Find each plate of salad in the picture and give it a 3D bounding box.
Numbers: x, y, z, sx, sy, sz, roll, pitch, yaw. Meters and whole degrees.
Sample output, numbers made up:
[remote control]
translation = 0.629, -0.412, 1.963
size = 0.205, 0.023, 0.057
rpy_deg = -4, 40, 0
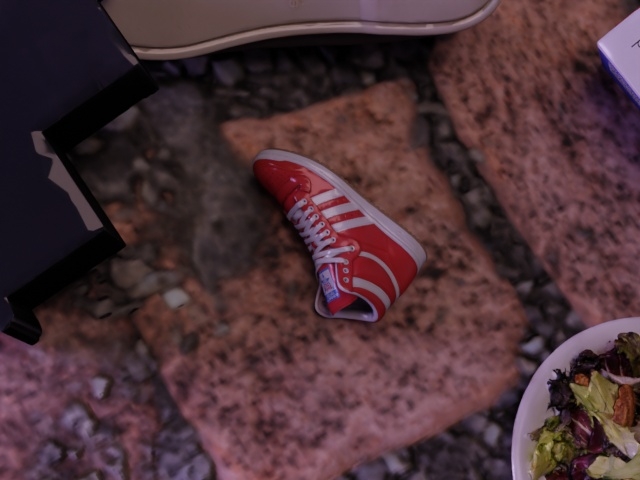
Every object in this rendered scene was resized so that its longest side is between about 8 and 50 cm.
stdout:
[plate of salad]
translation = 0.209, 0.135, 1.159
size = 0.200, 0.048, 0.200
rpy_deg = 6, 66, -13

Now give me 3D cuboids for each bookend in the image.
[bookend]
translation = -0.145, -0.053, 1.089
size = 0.157, 0.072, 0.156
rpy_deg = -35, 79, 0

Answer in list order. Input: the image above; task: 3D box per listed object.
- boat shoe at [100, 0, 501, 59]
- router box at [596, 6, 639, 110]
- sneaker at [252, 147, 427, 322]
[boat shoe]
translation = -0.054, -0.168, 1.201
size = 0.335, 0.095, 0.112
rpy_deg = 1, 103, -12
[router box]
translation = 0.389, -0.081, 1.206
size = 0.301, 0.082, 0.335
rpy_deg = -39, 81, 5
[sneaker]
translation = 0.000, 0.000, 1.159
size = 0.118, 0.042, 0.067
rpy_deg = 35, 59, -2
